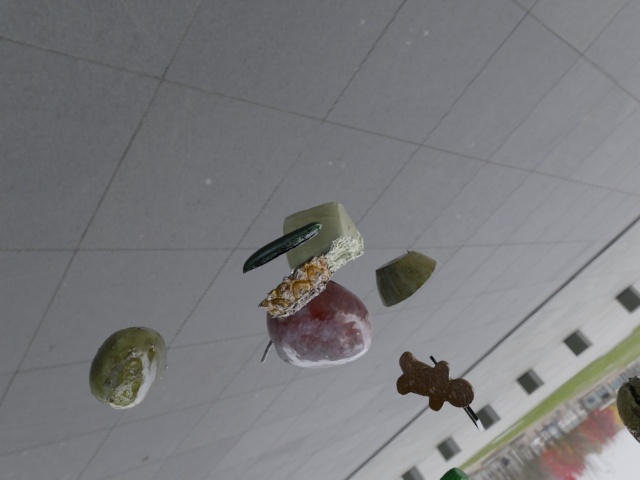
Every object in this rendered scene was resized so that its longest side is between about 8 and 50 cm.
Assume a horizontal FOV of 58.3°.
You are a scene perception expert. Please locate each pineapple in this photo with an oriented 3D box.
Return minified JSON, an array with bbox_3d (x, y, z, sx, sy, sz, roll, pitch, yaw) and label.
[{"bbox_3d":[-0.050,0.116,1.368,0.225,0.076,0.225,-37,171,-7],"label":"pineapple"}]

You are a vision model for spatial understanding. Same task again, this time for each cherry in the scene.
[{"bbox_3d":[0.001,0.267,1.787,0.326,0.335,0.291,86,21,-60],"label":"cherry"}]

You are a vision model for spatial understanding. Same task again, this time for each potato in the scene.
[{"bbox_3d":[-0.507,0.331,1.541,0.173,0.210,0.307,8,176,-3],"label":"potato"}]

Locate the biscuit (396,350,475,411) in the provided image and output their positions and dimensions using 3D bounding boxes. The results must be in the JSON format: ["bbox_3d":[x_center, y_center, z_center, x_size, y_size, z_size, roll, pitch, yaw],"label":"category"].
[{"bbox_3d":[0.293,0.365,1.457,0.031,0.205,0.138,-15,113,-57],"label":"biscuit"}]

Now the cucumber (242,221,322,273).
[{"bbox_3d":[-0.120,0.018,1.716,0.284,0.056,0.056,-30,154,12],"label":"cucumber"}]

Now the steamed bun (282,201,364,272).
[{"bbox_3d":[0.000,0.000,2.097,0.290,0.273,0.272,-24,178,3],"label":"steamed bun"}]

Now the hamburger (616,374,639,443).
[{"bbox_3d":[0.859,0.461,1.425,0.285,0.265,0.134,18,108,-53],"label":"hamburger"}]

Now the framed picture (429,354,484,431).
[{"bbox_3d":[0.471,0.530,1.989,0.018,0.265,0.192,-35,148,0],"label":"framed picture"}]

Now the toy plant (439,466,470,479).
[{"bbox_3d":[0.325,0.720,1.545,0.154,0.088,0.240,-71,-174,-62],"label":"toy plant"}]

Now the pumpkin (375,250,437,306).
[{"bbox_3d":[0.250,0.100,1.808,0.217,0.110,0.217,-42,-177,3],"label":"pumpkin"}]
